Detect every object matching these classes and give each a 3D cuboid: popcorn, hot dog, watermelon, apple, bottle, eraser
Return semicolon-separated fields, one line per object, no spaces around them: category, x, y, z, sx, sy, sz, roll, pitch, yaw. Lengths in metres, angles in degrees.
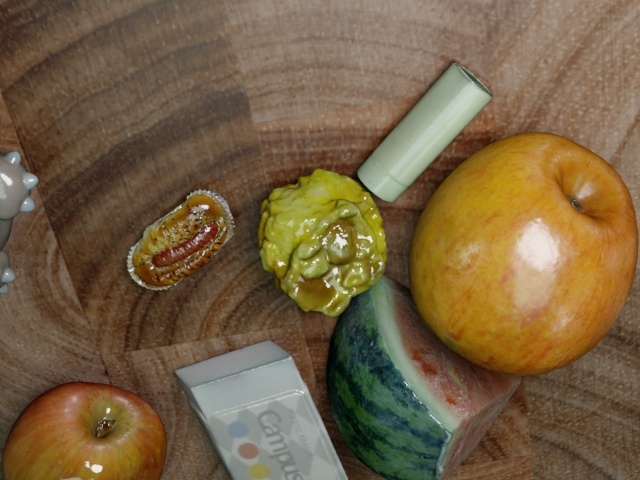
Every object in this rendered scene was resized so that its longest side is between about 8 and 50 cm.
popcorn;0.002;0.000;1.174;0.198;0.155;0.197;1;104;3
hot dog;-0.207;0.003;1.231;0.192;0.053;0.099;-38;107;15
watermelon;0.154;0.195;1.252;0.293;0.283;0.250;-32;130;-12
apple;-0.373;0.352;1.324;0.242;0.242;0.241;24;127;-11
apple;0.269;0.013;1.095;0.299;0.299;0.275;25;125;-11
bottle;0.140;-0.145;1.142;0.072;0.072;0.201;37;112;-16
eraser;-0.073;0.357;1.390;0.213;0.082;0.396;-17;115;8

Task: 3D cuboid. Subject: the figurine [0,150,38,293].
figurine;-0.578;-0.067;1.119;0.381;0.203;0.248;23;118;-9
